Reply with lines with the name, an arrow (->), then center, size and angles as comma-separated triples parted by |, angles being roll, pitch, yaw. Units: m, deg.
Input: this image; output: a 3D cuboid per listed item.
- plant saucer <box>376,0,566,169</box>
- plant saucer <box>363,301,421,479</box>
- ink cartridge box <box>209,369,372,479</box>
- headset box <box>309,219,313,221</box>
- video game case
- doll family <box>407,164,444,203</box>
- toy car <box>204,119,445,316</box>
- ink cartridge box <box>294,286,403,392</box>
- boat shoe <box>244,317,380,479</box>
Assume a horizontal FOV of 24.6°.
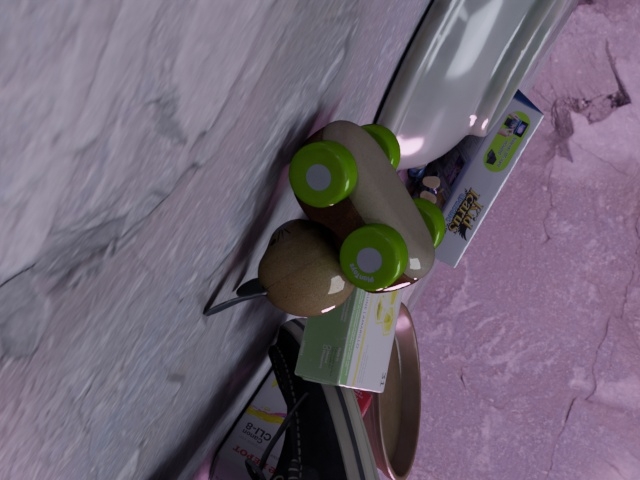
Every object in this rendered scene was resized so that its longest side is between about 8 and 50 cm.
plant saucer -> 0.190, -0.228, 1.617 | 0.400, 0.100, 0.400 | -58, 173, -11
plant saucer -> 0.106, 0.231, 2.245 | 0.278, 0.041, 0.278 | -3, 90, -73
ink cartridge box -> -0.039, 0.253, 1.847 | 0.176, 0.128, 0.127 | -56, 172, -27
headset box -> 0.000, 0.000, 1.497 | 0.062, 0.032, 0.083 | -58, 173, -16
video game case -> 0.212, -0.110, 2.093 | 0.244, 0.061, 0.269 | -60, -171, 13
doll family -> 0.121, -0.047, 1.968 | 0.193, 0.076, 0.111 | -62, 168, -8
toy car -> -0.012, 0.003, 1.230 | 0.188, 0.149, 0.155 | -32, 179, 21
ink cartridge box -> 0.057, 0.070, 1.507 | 0.235, 0.056, 0.171 | 22, 79, -64
boat shoe -> -0.009, 0.290, 1.553 | 0.187, 0.156, 0.500 | 78, -1, -51
